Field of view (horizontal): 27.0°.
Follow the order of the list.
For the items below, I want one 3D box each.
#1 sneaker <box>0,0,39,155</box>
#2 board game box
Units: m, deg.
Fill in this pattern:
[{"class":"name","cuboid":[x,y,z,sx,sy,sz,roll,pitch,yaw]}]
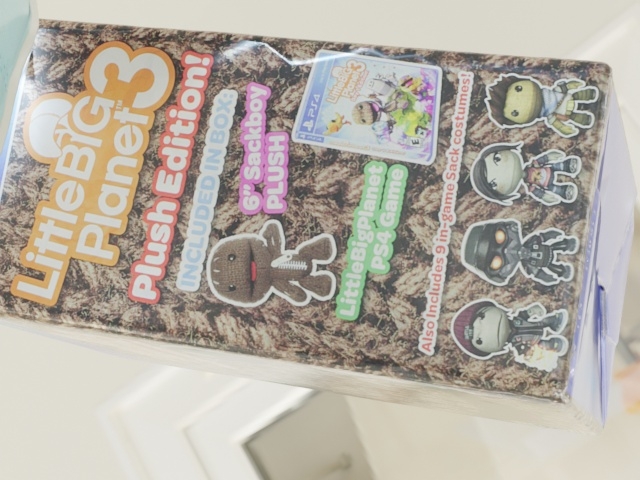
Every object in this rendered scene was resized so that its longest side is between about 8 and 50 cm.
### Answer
[{"class":"sneaker","cuboid":[-0.129,-0.027,0.292,0.135,0.366,0.150,35,136,-23]},{"class":"board game box","cuboid":[0.000,0.000,0.671,0.291,0.141,0.232,7,171,18]}]
